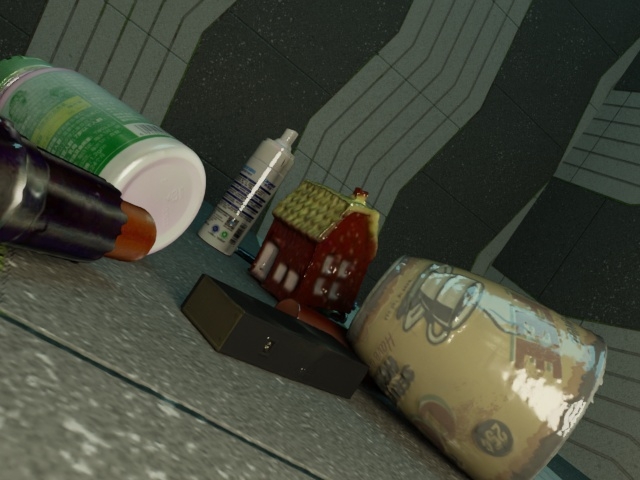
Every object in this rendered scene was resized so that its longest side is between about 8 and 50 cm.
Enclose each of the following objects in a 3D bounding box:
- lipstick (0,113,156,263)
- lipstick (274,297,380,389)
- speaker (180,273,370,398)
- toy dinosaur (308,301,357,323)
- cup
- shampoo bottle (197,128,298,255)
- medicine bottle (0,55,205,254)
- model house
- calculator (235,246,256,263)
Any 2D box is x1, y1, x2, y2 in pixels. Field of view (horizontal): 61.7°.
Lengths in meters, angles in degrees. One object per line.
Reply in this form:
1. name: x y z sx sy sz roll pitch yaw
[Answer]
1. lipstick: -0.195 -0.033 0.310 0.081 0.081 0.300 35 1 20
2. lipstick: 0.065 0.175 0.778 0.357 0.057 0.057 36 -2 -40
3. speaker: -0.039 0.104 0.558 0.082 0.044 0.218 34 -1 44
4. toy dinosaur: -0.022 0.123 1.236 0.188 0.075 0.247 25 7 -13
5. cup: 0.186 0.137 0.703 0.257 0.227 0.301 38 11 15
6. shampoo bottle: -0.146 -0.115 1.167 0.092 0.303 0.092 34 -2 1
7. medicine bottle: -0.262 -0.105 0.594 0.274 0.133 0.133 36 -1 25
8. model house: 0.000 0.000 1.058 0.160 0.254 0.196 21 9 -37
9. calculator: -0.192 0.031 1.332 0.141 0.019 0.094 33 -2 7
